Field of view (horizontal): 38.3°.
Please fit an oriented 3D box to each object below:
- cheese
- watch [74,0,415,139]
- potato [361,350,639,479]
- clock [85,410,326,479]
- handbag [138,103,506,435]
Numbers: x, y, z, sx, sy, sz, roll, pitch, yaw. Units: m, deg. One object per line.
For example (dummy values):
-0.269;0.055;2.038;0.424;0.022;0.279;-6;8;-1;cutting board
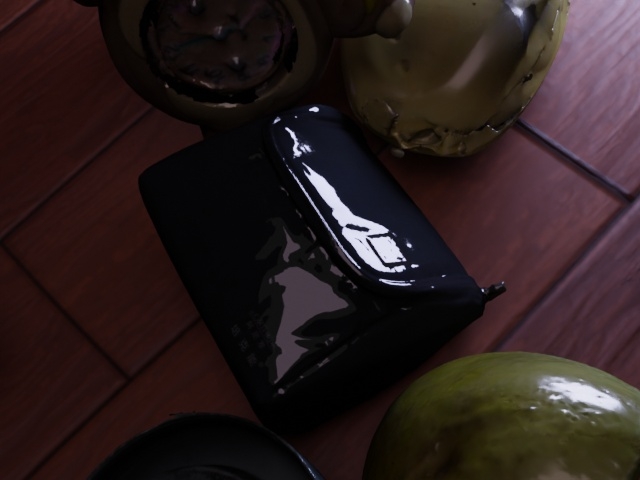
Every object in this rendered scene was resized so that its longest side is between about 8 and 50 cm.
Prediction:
0.143;-0.225;1.037;0.260;0.128;0.315;1;59;19;cheese
-0.085;-0.315;1.017;0.335;0.314;0.326;-24;41;21;watch
0.124;0.191;0.743;0.213;0.280;0.330;29;73;18;potato
-0.110;0.302;0.784;0.313;0.061;0.312;-14;56;23;clock
-0.001;-0.001;0.910;0.275;0.178;0.301;-29;63;-6;handbag
